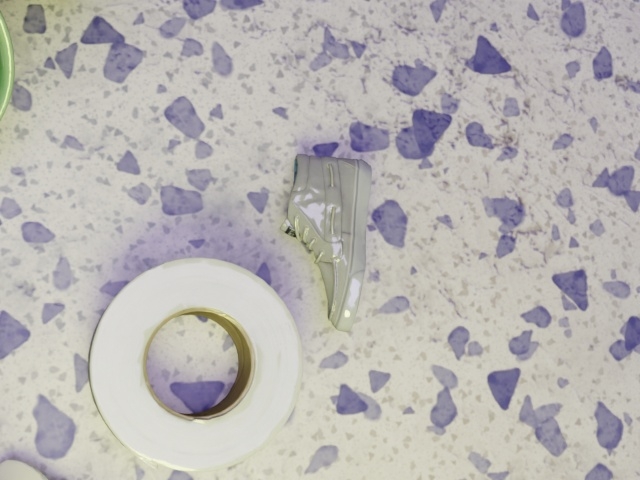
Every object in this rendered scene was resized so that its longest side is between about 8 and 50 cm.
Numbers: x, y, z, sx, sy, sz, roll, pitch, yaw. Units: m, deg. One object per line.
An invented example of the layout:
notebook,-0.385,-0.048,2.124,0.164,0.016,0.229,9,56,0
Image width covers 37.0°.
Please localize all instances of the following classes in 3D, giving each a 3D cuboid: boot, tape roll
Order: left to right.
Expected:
boot,-0.342,0.358,1.245,0.190,0.086,0.069,35,81,21
tape roll,-0.171,0.168,1.296,0.286,0.100,0.286,2,82,-16
boot,0.000,0.000,1.381,0.124,0.095,0.258,8,72,-8

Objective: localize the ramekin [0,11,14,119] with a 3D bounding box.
ramekin,-0.535,-0.240,1.162,0.304,0.148,0.303,-11,124,-17
